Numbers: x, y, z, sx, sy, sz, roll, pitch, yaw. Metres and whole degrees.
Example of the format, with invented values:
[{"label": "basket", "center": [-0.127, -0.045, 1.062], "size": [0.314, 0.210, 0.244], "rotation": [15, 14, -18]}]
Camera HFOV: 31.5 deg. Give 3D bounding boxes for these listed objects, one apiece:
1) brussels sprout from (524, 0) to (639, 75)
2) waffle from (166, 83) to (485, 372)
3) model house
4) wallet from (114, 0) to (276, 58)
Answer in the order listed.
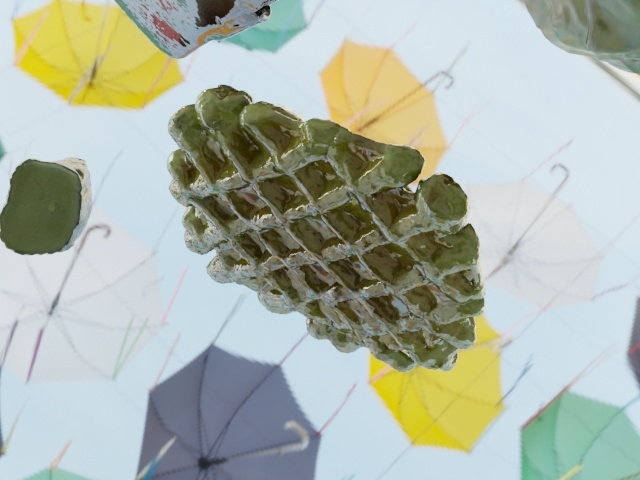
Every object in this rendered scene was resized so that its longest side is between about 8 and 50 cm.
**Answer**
[{"label": "brussels sprout", "center": [0.217, -0.180, 0.712], "size": [0.161, 0.181, 0.144], "rotation": [54, -127, -39]}, {"label": "waffle", "center": [0.000, 0.000, 0.582], "size": [0.183, 0.169, 0.036], "rotation": [22, -126, 23]}, {"label": "model house", "center": [-0.222, -0.030, 0.934], "size": [0.066, 0.078, 0.083], "rotation": [12, -172, -4]}, {"label": "wallet", "center": [-0.098, -0.192, 0.766], "size": [0.137, 0.255, 0.031], "rotation": [45, -108, -18]}]
